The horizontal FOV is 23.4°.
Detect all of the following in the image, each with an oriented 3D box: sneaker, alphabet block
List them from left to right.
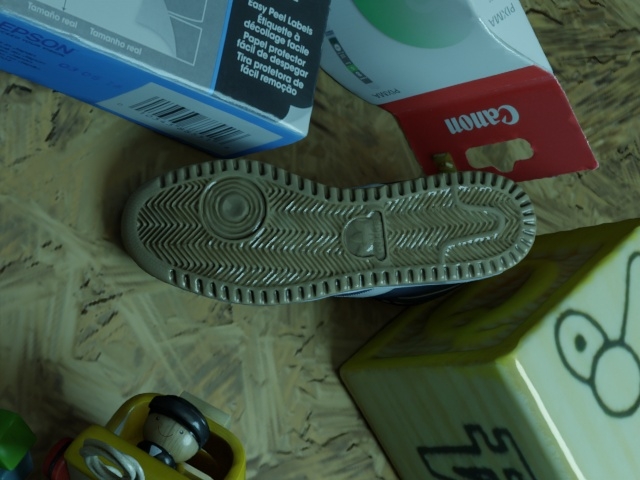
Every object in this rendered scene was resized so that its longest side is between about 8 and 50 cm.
[{"bbox_3d":[0.000,0.000,1.108,0.282,0.153,0.099,0,85,-6],"label":"sneaker"},{"bbox_3d":[0.170,0.120,1.143,0.192,0.193,0.197,-38,106,-36],"label":"alphabet block"}]

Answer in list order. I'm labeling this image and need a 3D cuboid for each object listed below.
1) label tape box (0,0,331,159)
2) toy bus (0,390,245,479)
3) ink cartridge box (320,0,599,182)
[{"bbox_3d":[-0.104,-0.254,1.052,0.241,0.106,0.333,20,72,-33],"label":"label tape box"},{"bbox_3d":[-0.096,0.145,0.942,0.191,0.202,0.104,51,56,-25],"label":"toy bus"},{"bbox_3d":[0.079,-0.128,1.121,0.056,0.181,0.224,-35,106,-34],"label":"ink cartridge box"}]
